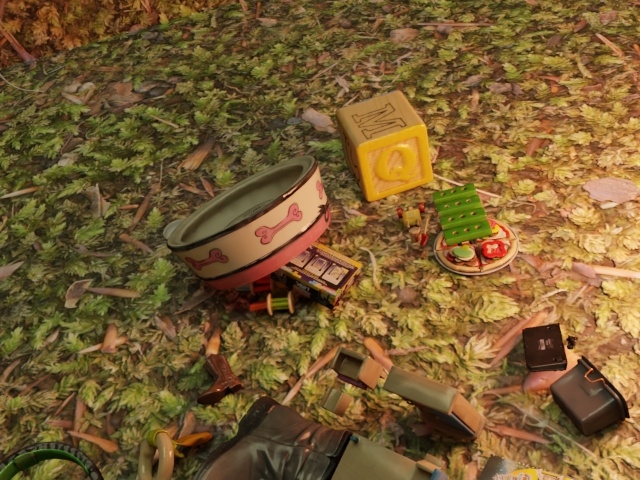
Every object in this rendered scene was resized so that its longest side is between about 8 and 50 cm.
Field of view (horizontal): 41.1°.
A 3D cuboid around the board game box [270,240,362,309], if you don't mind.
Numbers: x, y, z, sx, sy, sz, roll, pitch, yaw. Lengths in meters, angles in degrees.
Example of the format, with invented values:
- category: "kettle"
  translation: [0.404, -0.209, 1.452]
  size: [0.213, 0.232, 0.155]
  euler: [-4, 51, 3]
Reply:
- category: "board game box"
  translation: [-0.009, 0.071, 1.994]
  size: [0.170, 0.048, 0.141]
  euler: [27, 41, 16]

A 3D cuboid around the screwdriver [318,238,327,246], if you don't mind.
- category: "screwdriver"
  translation: [0.000, 0.000, 2.150]
  size: [0.025, 0.024, 0.170]
  euler: [9, 29, -18]

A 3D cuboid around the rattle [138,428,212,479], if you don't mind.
- category: "rattle"
  translation: [-0.287, 0.477, 1.678]
  size: [0.130, 0.142, 0.200]
  euler: [-35, 51, 25]

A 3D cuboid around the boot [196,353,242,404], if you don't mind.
- category: "boot"
  translation: [-0.238, 0.299, 1.860]
  size: [0.106, 0.037, 0.114]
  euler: [-17, 42, -23]

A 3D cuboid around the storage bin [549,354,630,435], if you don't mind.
- category: "storage bin"
  translation: [0.502, 0.296, 1.613]
  size: [0.091, 0.098, 0.135]
  euler: [-32, 42, -5]

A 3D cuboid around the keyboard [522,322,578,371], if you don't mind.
- category: "keyboard"
  translation: [0.465, 0.215, 1.718]
  size: [0.108, 0.023, 0.180]
  euler: [-10, 19, 14]

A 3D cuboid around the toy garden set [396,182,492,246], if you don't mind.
- category: "toy garden set"
  translation: [0.294, -0.041, 2.047]
  size: [0.203, 0.049, 0.244]
  euler: [-14, 28, 8]

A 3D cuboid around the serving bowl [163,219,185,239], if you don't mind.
- category: "serving bowl"
  translation: [-0.374, -0.019, 2.269]
  size: [0.083, 0.027, 0.083]
  euler: [-8, 41, 7]

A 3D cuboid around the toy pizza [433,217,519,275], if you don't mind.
- category: "toy pizza"
  translation: [0.368, 0.005, 2.022]
  size: [0.201, 0.032, 0.201]
  euler: [-8, 41, 7]

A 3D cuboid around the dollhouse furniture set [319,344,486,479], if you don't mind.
- category: "dollhouse furniture set"
  translation: [0.123, 0.403, 1.586]
  size: [0.286, 0.198, 0.304]
  euler: [17, 73, 33]

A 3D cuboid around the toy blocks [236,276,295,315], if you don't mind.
- category: "toy blocks"
  translation: [-0.134, 0.127, 2.012]
  size: [0.148, 0.054, 0.123]
  euler: [-6, 41, 10]

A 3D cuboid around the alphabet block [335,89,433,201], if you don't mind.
- category: "alphabet block"
  translation: [0.168, -0.251, 2.254]
  size: [0.193, 0.193, 0.197]
  euler: [-20, 40, -4]

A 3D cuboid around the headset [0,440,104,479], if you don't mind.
- category: "headset"
  translation: [-0.492, 0.542, 1.543]
  size: [0.243, 0.185, 0.394]
  euler: [-25, 58, -12]

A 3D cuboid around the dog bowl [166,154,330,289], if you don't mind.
- category: "dog bowl"
  translation: [-0.154, -0.037, 2.031]
  size: [0.407, 0.150, 0.408]
  euler: [-27, 16, 9]

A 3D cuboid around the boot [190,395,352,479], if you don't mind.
- category: "boot"
  translation: [-0.096, 0.452, 1.593]
  size: [0.222, 0.118, 0.338]
  euler: [19, 55, 26]

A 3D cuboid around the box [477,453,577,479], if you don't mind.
- category: "box"
  translation: [0.327, 0.471, 1.449]
  size: [0.159, 0.044, 0.233]
  euler: [11, 31, 27]
